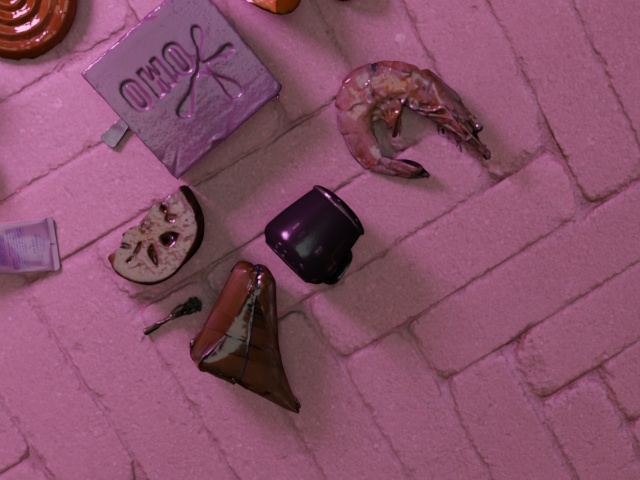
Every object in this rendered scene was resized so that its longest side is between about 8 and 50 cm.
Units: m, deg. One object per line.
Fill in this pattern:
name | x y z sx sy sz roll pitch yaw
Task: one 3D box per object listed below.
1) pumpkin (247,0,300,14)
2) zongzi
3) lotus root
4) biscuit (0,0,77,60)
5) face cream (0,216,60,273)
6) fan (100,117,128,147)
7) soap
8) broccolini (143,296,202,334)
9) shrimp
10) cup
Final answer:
pumpkin | -0.135 -0.590 1.521 0.169 0.148 0.312 -5 95 35
zongzi | -0.104 0.207 1.613 0.289 0.123 0.260 28 90 -19
lotus root | -0.324 0.001 1.554 0.138 0.119 0.235 41 89 -10
biscuit | -0.612 -0.487 1.484 0.262 0.037 0.261 -2 106 -9
face cream | -0.660 0.020 1.555 0.224 0.070 0.114 -8 98 -18
fan | -0.383 -0.273 1.566 0.038 0.016 0.193 40 92 -10
soap | -0.273 -0.319 1.517 0.296 0.107 0.285 -42 109 1
broccolini | -0.317 0.167 1.627 0.140 0.030 0.035 -32 135 3
shrimp | 0.199 -0.241 1.612 0.360 0.085 0.246 24 103 -6
cup | 0.000 0.000 1.586 0.176 0.169 0.223 -48 134 -7
